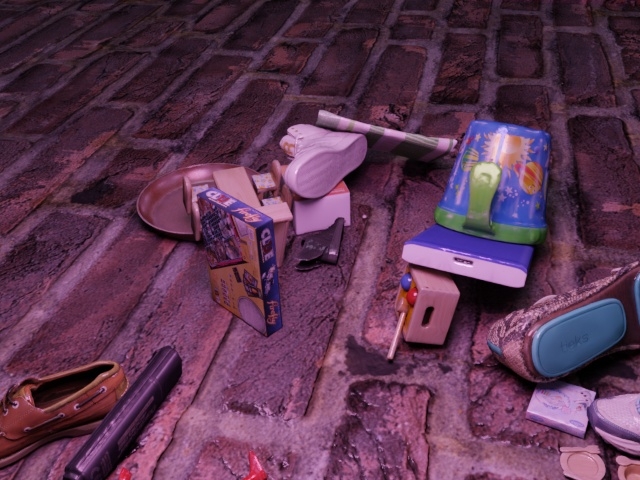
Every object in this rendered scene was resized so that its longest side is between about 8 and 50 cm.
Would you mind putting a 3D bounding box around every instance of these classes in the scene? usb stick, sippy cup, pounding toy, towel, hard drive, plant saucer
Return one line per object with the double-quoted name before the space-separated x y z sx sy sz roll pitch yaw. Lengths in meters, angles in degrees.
"usb stick" -0.298 0.275 1.061 0.045 0.077 0.278 15 38 14
"sippy cup" 0.368 -0.127 1.403 0.239 0.224 0.305 6 12 -12
"pounding toy" 0.171 0.124 1.217 0.100 0.141 0.130 7 26 -11
"towel" 0.147 -0.251 1.646 0.324 0.038 0.248 14 0 -3
"hard drive" 0.293 0.019 1.300 0.210 0.040 0.318 13 12 18
"plant saucer" -0.271 -0.087 1.601 0.310 0.050 0.311 -1 34 1

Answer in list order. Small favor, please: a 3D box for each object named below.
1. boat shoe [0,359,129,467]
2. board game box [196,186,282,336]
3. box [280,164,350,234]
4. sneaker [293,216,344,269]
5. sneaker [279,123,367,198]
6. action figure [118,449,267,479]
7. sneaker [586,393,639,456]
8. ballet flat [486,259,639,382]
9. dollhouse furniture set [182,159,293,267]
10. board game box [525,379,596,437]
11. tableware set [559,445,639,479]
"boat shoe" -0.455 0.262 1.066 0.307 0.105 0.111 -17 38 -21
"board game box" -0.146 0.040 1.244 0.165 0.243 0.042 28 45 36
"box" -0.015 -0.104 1.573 0.130 0.091 0.170 -10 36 -11
"sneaker" 0.000 0.002 1.455 0.089 0.051 0.170 7 39 5
"sneaker" -0.035 -0.181 1.522 0.169 0.108 0.292 16 29 27
"action figure" -0.228 0.355 0.938 0.280 0.092 0.139 -21 46 -26
"sneaker" 0.545 0.247 1.014 0.282 0.122 0.110 1 35 5
"ballet flat" 0.505 0.118 1.191 0.482 0.164 0.182 -13 10 -16
"dollhouse furniture set" -0.156 -0.075 1.416 0.212 0.161 0.242 -12 55 -20
"board game box" 0.384 0.263 1.089 0.090 0.020 0.090 16 37 24
"tableware set" 0.407 0.357 0.956 0.141 0.020 0.169 8 37 15
